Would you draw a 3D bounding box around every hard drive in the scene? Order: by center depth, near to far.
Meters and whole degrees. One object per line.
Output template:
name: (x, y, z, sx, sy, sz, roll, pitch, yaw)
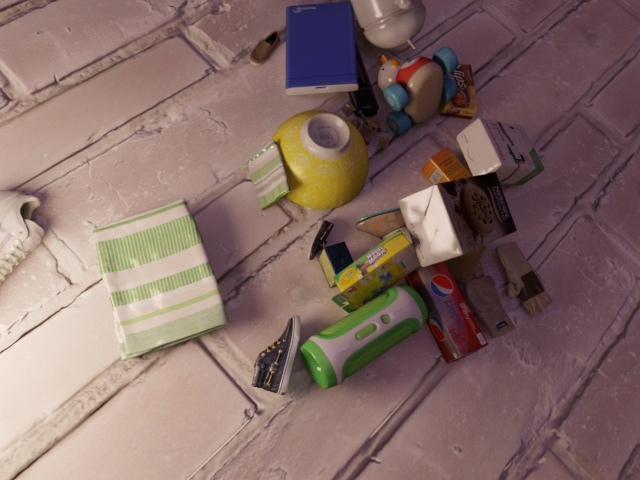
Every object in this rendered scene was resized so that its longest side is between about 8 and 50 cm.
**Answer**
hard drive: (0.001, -0.582, 1.584, 0.210, 0.040, 0.319, -3, 66, 4)

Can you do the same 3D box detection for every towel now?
towel: (-0.373, 0.080, 1.200, 0.248, 0.038, 0.325, -20, 71, -6)
towel: (-0.137, -0.169, 1.358, 0.023, 0.113, 0.152, 8, 58, -47)

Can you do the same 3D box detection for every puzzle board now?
puzzle board: (0.369, 0.053, 1.395, 0.096, 0.011, 0.128, 18, 58, 31)

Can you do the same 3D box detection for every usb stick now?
usb stick: (0.106, -0.493, 1.591, 0.077, 0.045, 0.278, -12, 69, -7)

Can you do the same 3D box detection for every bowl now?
bowl: (0.005, -0.245, 1.394, 0.289, 0.156, 0.289, 4, 65, -10)

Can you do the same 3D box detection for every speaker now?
speaker: (0.104, 0.217, 1.220, 0.296, 0.131, 0.131, -28, 75, -22)

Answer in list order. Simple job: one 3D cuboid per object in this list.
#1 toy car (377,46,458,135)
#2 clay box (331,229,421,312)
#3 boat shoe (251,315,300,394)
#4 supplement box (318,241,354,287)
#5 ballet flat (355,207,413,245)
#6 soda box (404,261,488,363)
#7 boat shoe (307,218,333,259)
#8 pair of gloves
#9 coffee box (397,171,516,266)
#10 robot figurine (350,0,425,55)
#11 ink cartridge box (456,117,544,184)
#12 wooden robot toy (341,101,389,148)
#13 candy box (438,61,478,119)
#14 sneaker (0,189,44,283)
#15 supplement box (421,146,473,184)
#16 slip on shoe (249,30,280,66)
toy car: (0.238, -0.475, 1.536, 0.219, 0.210, 0.238, -38, 62, -8)
clay box: (0.127, 0.079, 1.251, 0.222, 0.127, 0.053, -35, 56, 7)
boat shoe: (-0.099, 0.251, 1.195, 0.083, 0.065, 0.183, 15, 65, -7)
supplement box: (0.041, 0.061, 1.302, 0.056, 0.083, 0.083, -17, 70, -19)
ballet flat: (0.248, -0.041, 1.386, 0.316, 0.107, 0.106, -14, 77, -17)
soda box: (0.303, 0.163, 1.307, 0.083, 0.092, 0.263, -18, 70, -17)
boat shoe: (0.000, 0.000, 1.344, 0.038, 0.046, 0.125, 20, 55, 3)
pair of gloves: (0.483, 0.127, 1.392, 0.240, 0.042, 0.204, -25, 74, -22)
coffee box: (0.338, -0.058, 1.274, 0.297, 0.119, 0.168, -16, 85, -46)
robot figurine: (0.192, -0.735, 1.580, 0.199, 0.300, 0.353, -25, 107, -3)
ink cartridge box: (0.514, -0.250, 1.504, 0.219, 0.092, 0.160, -3, 65, -38)
wooden robot toy: (0.137, -0.330, 1.522, 0.173, 0.076, 0.079, 37, 33, 3)
candy box: (0.422, -0.473, 1.646, 0.109, 0.053, 0.187, 5, 66, -10)
sneaker: (-0.697, 0.018, 1.143, 0.152, 0.114, 0.305, 3, 66, -10)
supplement box: (0.393, -0.145, 1.477, 0.078, 0.080, 0.233, -34, 79, -21)
slip on shoe: (-0.164, -0.573, 1.570, 0.051, 0.041, 0.135, 36, 64, 5)
